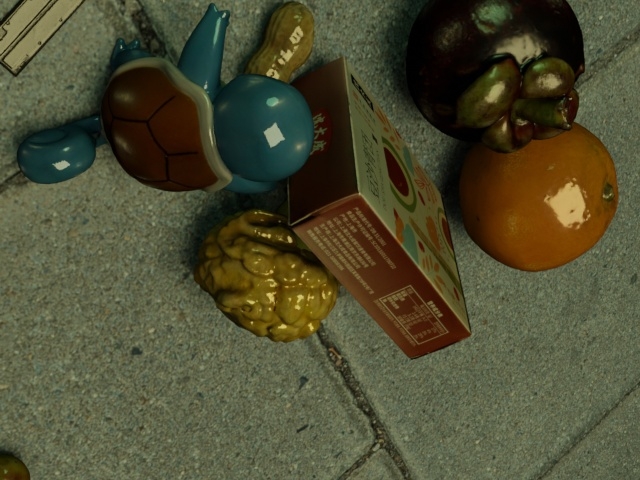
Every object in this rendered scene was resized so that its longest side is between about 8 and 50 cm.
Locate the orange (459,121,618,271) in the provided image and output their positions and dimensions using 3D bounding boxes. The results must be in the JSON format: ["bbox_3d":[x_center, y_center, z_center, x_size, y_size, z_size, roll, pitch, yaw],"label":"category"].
[{"bbox_3d":[0.422,-0.094,1.585,0.312,0.312,0.312,-14,118,-28],"label":"orange"}]

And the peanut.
[{"bbox_3d":[-0.068,-0.288,1.307,0.089,0.089,0.193,23,101,-38],"label":"peanut"}]

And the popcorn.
[{"bbox_3d":[-0.095,0.055,1.336,0.250,0.250,0.190,38,75,-39],"label":"popcorn"}]

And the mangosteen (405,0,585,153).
[{"bbox_3d":[0.306,-0.289,1.384,0.306,0.347,0.307,-12,141,-10],"label":"mangosteen"}]

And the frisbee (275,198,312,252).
[{"bbox_3d":[0.000,0.000,1.520,0.236,0.017,0.236,-14,117,-29],"label":"frisbee"}]

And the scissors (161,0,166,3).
[{"bbox_3d":[-0.250,-0.379,1.188,0.036,0.006,0.083,-41,128,-9],"label":"scissors"}]

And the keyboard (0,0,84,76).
[{"bbox_3d":[-0.378,-0.322,1.125,0.202,0.011,0.067,-50,130,-5],"label":"keyboard"}]

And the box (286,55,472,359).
[{"bbox_3d":[0.096,-0.051,1.354,0.122,0.345,0.385,-25,131,20],"label":"box"}]

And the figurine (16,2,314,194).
[{"bbox_3d":[-0.207,-0.173,1.157,0.416,0.243,0.298,-4,114,11],"label":"figurine"}]

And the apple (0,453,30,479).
[{"bbox_3d":[-0.515,0.390,1.316,0.089,0.074,0.090,-16,121,-29],"label":"apple"}]
